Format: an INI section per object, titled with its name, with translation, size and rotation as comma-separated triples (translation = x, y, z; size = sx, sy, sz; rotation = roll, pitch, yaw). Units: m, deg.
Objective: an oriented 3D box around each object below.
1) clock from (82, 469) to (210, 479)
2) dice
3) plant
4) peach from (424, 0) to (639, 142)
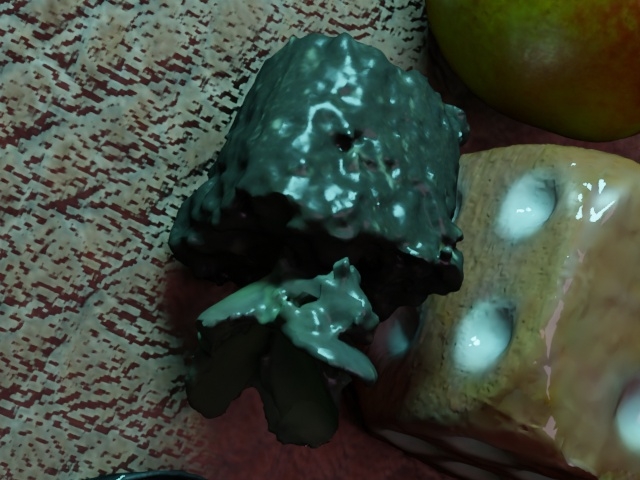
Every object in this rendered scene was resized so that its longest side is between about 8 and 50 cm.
[clock]
translation = -0.096, 0.208, 0.800
size = 0.184, 0.040, 0.184
rotation = 1, 88, -35
[dice]
translation = 0.136, 0.058, 0.890
size = 0.175, 0.174, 0.179
rotation = 35, 68, -31
[plant]
translation = 0.000, 0.000, 0.814
size = 0.131, 0.142, 0.203
rotation = 34, 64, -23
[peach]
translation = 0.151, -0.165, 0.902
size = 0.197, 0.197, 0.197
rotation = 2, 87, -35
